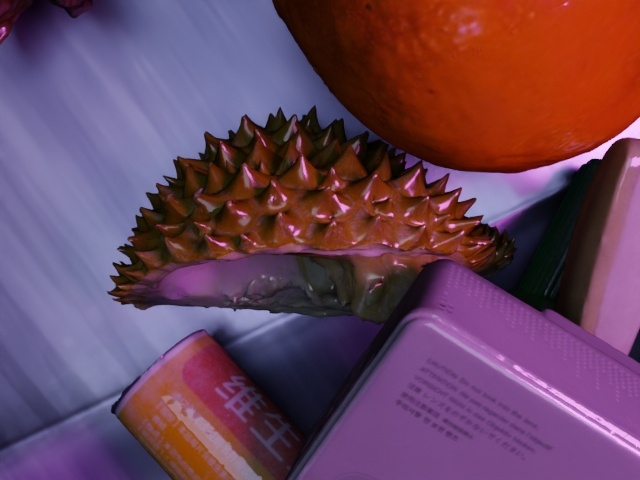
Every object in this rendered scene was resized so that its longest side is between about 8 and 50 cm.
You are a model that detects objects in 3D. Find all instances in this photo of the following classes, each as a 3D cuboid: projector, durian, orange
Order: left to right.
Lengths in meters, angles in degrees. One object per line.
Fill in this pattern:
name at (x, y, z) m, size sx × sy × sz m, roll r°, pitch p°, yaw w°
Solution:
durian at (0.000, 0.000, 0.584) m, size 0.306 × 0.172 × 0.166 m, roll -3°, pitch 117°, yaw -7°
orange at (0.091, -0.172, 0.508) m, size 0.226 × 0.284 × 0.284 m, roll -35°, pitch 92°, yaw 19°
projector at (0.129, 0.148, 0.505) m, size 0.257 × 0.099 × 0.192 m, roll 32°, pitch 121°, yaw 2°

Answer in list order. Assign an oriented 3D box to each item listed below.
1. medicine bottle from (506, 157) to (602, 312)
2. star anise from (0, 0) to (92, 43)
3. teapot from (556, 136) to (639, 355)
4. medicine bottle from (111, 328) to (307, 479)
medicine bottle at (0.156, 0.086, 0.616) m, size 0.111 × 0.076 × 0.308 m, roll 25°, pitch 94°, yaw -5°
star anise at (-0.217, -0.239, 0.594) m, size 0.236 × 0.109 × 0.223 m, roll -16°, pitch 69°, yaw 15°
teapot at (0.330, 0.068, 0.523) m, size 0.322 × 0.239 × 0.239 m, roll 0°, pitch 118°, yaw -31°
medicine bottle at (0.027, 0.245, 0.581) m, size 0.426 × 0.108 × 0.108 m, roll 44°, pitch 93°, yaw 8°
